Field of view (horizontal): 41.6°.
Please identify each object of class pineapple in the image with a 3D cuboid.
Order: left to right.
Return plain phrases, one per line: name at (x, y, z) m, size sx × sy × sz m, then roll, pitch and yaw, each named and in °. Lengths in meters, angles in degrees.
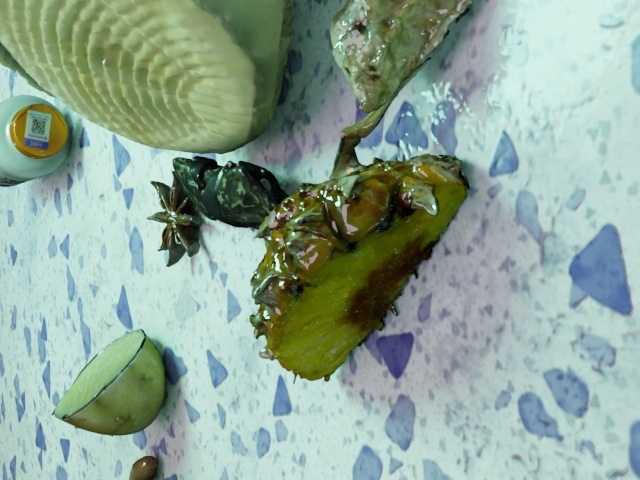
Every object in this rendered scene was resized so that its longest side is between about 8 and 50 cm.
pineapple at (-0.002, -0.004, 0.805) m, size 0.334 × 0.161 × 0.158 m, roll -54°, pitch 48°, yaw 44°

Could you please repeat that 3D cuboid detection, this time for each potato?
potato at (-0.301, 0.235, 1.287) m, size 0.117 × 0.182 × 0.202 m, roll 47°, pitch 157°, yaw -16°

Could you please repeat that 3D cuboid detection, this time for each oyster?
oyster at (0.069, -0.230, 0.743) m, size 0.209 × 0.072 × 0.133 m, roll -55°, pitch 50°, yaw 23°

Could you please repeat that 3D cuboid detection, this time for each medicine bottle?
medicine bottle at (-0.581, -0.192, 1.624) m, size 0.288 × 0.157 × 0.157 m, roll -4°, pitch 89°, yaw 56°

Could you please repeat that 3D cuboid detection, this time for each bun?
bun at (-0.184, -0.258, 0.920) m, size 0.364 × 0.364 × 0.202 m, roll -22°, pitch 45°, yaw 54°

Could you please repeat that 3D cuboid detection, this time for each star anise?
star anise at (-0.202, -0.028, 1.189) m, size 0.141 × 0.042 × 0.141 m, roll 8°, pitch 100°, yaw 52°

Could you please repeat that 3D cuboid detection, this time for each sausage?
sausage at (-0.296, 0.411, 1.352) m, size 0.043 × 0.043 × 0.186 m, roll 49°, pitch 130°, yaw 42°

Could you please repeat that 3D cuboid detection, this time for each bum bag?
bum bag at (-0.110, -0.056, 1.015) m, size 0.248 × 0.102 × 0.069 m, roll 6°, pitch 67°, yaw 54°
